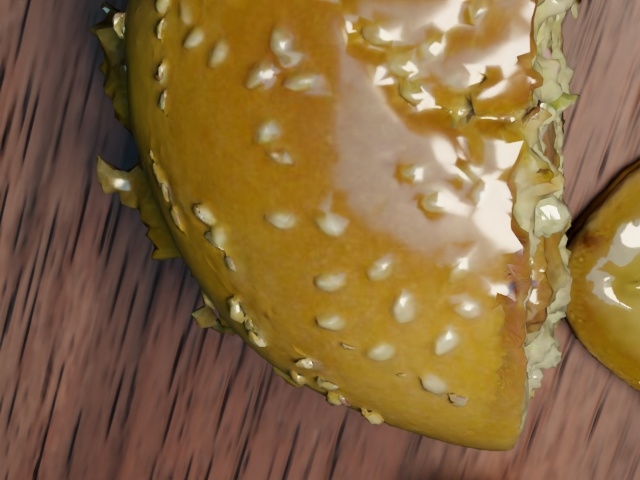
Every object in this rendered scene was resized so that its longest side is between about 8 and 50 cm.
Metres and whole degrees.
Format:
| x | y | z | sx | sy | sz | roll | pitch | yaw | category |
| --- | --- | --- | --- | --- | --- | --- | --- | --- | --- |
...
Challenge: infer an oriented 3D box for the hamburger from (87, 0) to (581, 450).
| x | y | z | sx | sy | sz | roll | pitch | yaw | category |
| --- | --- | --- | --- | --- | --- | --- | --- | --- | --- |
| 0.006 | -0.099 | 0.824 | 0.287 | 0.268 | 0.445 | -1 | 99 | 11 | hamburger |

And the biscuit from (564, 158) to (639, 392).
| x | y | z | sx | sy | sz | roll | pitch | yaw | category |
| --- | --- | --- | --- | --- | --- | --- | --- | --- | --- |
| 0.289 | -0.015 | 0.939 | 0.299 | 0.045 | 0.154 | -30 | 100 | 10 | biscuit |
